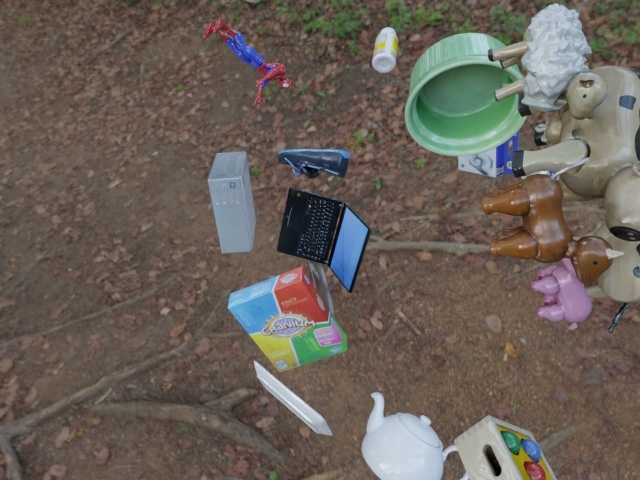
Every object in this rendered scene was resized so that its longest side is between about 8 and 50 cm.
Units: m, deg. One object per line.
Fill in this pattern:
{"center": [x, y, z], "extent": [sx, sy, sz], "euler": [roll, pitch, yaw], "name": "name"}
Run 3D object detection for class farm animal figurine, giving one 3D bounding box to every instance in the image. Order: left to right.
{"center": [0.332, -0.064, 0.577], "extent": [0.172, 0.330, 0.327], "euler": [-6, 75, 39], "name": "farm animal figurine"}

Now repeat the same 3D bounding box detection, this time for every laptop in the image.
{"center": [0.000, 0.000, 1.482], "extent": [0.264, 0.235, 0.137], "euler": [15, 30, 1], "name": "laptop"}

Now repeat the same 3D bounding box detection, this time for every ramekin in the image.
{"center": [0.369, -0.376, 1.274], "extent": [0.303, 0.303, 0.148], "euler": [-4, 54, 13], "name": "ramekin"}

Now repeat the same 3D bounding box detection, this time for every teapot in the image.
{"center": [0.257, 0.582, 1.398], "extent": [0.187, 0.256, 0.252], "euler": [-57, 37, 4], "name": "teapot"}

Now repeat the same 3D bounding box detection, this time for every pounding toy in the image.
{"center": [0.348, 0.406, 0.805], "extent": [0.094, 0.206, 0.181], "euler": [-48, 31, 23], "name": "pounding toy"}

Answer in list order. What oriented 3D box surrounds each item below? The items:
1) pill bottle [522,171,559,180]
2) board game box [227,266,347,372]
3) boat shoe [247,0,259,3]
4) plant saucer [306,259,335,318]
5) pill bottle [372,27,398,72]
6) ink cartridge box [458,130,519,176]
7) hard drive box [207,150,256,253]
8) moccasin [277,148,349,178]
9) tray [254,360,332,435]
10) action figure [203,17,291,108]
{"center": [0.846, -0.271, 1.932], "extent": [0.112, 0.186, 0.112], "euler": [-12, 72, 41], "name": "pill bottle"}
{"center": [-0.092, 0.246, 1.484], "extent": [0.242, 0.317, 0.064], "euler": [-22, 33, 15], "name": "board game box"}
{"center": [-0.210, -0.515, 0.792], "extent": [0.095, 0.335, 0.112], "euler": [-39, 46, 38], "name": "boat shoe"}
{"center": [0.006, 0.195, 1.714], "extent": [0.050, 0.311, 0.311], "euler": [-13, 45, -3], "name": "plant saucer"}
{"center": [0.121, -0.355, 0.917], "extent": [0.043, 0.043, 0.083], "euler": [1, 60, 18], "name": "pill bottle"}
{"center": [0.607, -0.345, 1.806], "extent": [0.223, 0.224, 0.045], "euler": [19, 43, 42], "name": "ink cartridge box"}
{"center": [-0.244, -0.109, 1.398], "extent": [0.089, 0.232, 0.181], "euler": [-4, 32, 0], "name": "hard drive box"}
{"center": [-0.043, -0.297, 1.932], "extent": [0.341, 0.117, 0.137], "euler": [9, 12, 44], "name": "moccasin"}
{"center": [-0.084, 0.448, 1.383], "extent": [0.270, 0.145, 0.030], "euler": [31, 64, 30], "name": "tray"}
{"center": [-0.202, -0.479, 1.392], "extent": [0.091, 0.280, 0.139], "euler": [12, 81, 52], "name": "action figure"}
